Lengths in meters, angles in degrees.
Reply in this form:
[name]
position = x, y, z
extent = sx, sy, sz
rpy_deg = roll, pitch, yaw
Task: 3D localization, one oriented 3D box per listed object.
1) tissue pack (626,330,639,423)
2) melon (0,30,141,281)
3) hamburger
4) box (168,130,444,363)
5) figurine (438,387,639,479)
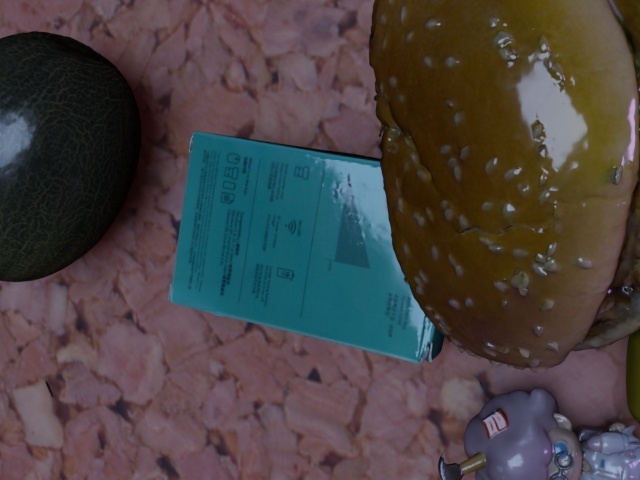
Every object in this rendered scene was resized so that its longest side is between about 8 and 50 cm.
[tissue pack]
position = 0.387, 0.132, 0.803
extent = 0.178, 0.127, 0.123
rpy_deg = 2, 96, 20
[melon]
position = -0.341, -0.091, 0.991
extent = 0.237, 0.237, 0.301
rpy_deg = 34, 108, 15
[hamburger]
position = 0.215, -0.090, 0.708
extent = 0.287, 0.268, 0.445
rpy_deg = 8, 107, 60
[box]
position = 0.000, 0.000, 0.937
extent = 0.311, 0.118, 0.205
rpy_deg = 11, 99, 19
[figurine]
position = 0.239, 0.223, 0.874
extent = 0.229, 0.112, 0.137
rpy_deg = 7, 104, 6
